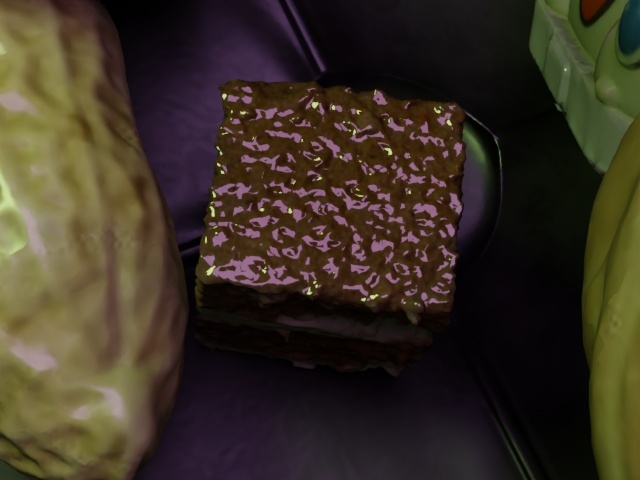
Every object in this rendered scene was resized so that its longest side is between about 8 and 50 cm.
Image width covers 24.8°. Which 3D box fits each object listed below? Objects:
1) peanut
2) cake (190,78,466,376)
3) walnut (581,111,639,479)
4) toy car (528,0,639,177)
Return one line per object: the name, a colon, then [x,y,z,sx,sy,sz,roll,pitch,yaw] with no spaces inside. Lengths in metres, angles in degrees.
peanut: [-0.155,-0.019,0.760,0.140,0.153,0.325,2,63,-44]
cake: [0.000,0.000,0.778,0.135,0.147,0.134,10,64,-5]
walnut: [0.278,0.058,0.580,0.384,0.383,0.383,4,66,-8]
toy car: [0.306,-0.147,0.808,0.336,0.226,0.242,4,31,-8]
